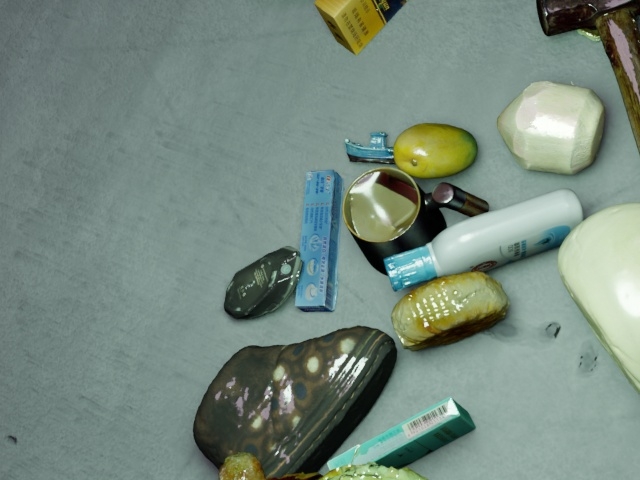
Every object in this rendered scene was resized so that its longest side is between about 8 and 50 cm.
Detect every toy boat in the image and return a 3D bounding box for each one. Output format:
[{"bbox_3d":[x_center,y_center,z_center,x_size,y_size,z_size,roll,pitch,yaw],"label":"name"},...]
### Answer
[{"bbox_3d":[0.109,-0.179,1.751,0.137,0.060,0.061,4,92,27],"label":"toy boat"}]

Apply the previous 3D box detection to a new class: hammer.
[{"bbox_3d":[0.551,-0.300,1.619,0.242,0.095,0.409,-15,77,8],"label":"hammer"}]

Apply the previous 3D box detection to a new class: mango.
[{"bbox_3d":[0.213,-0.166,1.647,0.130,0.194,0.092,19,114,28],"label":"mango"}]

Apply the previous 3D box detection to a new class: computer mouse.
[{"bbox_3d":[-0.103,0.088,1.724,0.192,0.062,0.106,-35,45,18],"label":"computer mouse"}]

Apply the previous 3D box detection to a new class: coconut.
[{"bbox_3d":[0.403,-0.203,1.600,0.182,0.171,0.171,17,78,22],"label":"coconut"}]

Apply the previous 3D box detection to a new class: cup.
[{"bbox_3d":[0.160,-0.057,1.626,0.239,0.177,0.166,-35,63,5],"label":"cup"}]

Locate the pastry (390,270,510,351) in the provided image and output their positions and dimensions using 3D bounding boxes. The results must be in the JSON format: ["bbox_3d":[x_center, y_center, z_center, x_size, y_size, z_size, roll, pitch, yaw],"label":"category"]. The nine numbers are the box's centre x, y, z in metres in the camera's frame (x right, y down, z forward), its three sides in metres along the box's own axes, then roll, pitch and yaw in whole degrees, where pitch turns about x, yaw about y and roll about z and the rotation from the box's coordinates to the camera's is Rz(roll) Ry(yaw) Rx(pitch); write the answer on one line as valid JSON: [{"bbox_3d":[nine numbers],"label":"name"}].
[{"bbox_3d":[0.220,0.118,1.547,0.192,0.182,0.093,-28,68,21],"label":"pastry"}]

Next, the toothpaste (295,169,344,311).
[{"bbox_3d":[0.000,0.000,1.734,0.066,0.053,0.272,-3,71,23],"label":"toothpaste"}]

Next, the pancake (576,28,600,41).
[{"bbox_3d":[0.533,-0.434,1.711,0.129,0.022,0.116,-44,64,-4],"label":"pancake"}]

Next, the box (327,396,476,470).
[{"bbox_3d":[0.138,0.338,1.504,0.229,0.162,0.041,-30,64,8],"label":"box"}]

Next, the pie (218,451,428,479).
[{"bbox_3d":[0.031,0.525,1.394,0.418,0.180,0.395,3,107,23],"label":"pie"}]

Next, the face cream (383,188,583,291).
[{"bbox_3d":[0.274,0.006,1.545,0.336,0.163,0.080,-19,69,1],"label":"face cream"}]

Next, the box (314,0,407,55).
[{"bbox_3d":[0.109,-0.506,1.813,0.237,0.152,0.070,-45,62,0],"label":"box"}]

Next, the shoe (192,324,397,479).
[{"bbox_3d":[-0.054,0.266,1.593,0.237,0.171,0.384,41,96,22],"label":"shoe"}]

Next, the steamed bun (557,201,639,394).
[{"bbox_3d":[0.524,0.088,1.376,0.233,0.312,0.334,-35,72,8],"label":"steamed bun"}]
